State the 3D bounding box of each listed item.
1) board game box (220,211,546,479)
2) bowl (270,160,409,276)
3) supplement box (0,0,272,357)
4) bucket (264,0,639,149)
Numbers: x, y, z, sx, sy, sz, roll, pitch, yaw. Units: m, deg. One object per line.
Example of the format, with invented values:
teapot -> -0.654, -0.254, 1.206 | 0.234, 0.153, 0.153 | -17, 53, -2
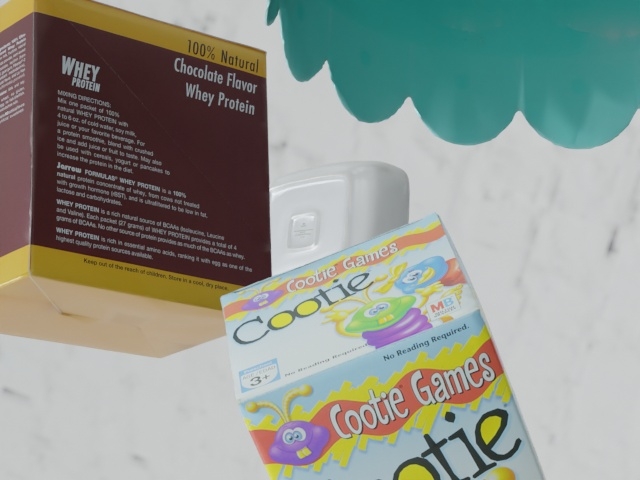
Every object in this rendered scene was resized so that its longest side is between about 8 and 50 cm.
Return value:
board game box -> 0.059, 0.150, 1.093 | 0.142, 0.144, 0.275 | -105, -7, -67
bowl -> 0.000, 0.000, 1.538 | 0.053, 0.142, 0.142 | 26, -117, -46
supplement box -> -0.145, -0.039, 1.246 | 0.191, 0.129, 0.194 | 12, -112, -39
bucket -> 0.110, -0.170, 0.797 | 0.281, 0.281, 0.183 | 55, -148, -69
